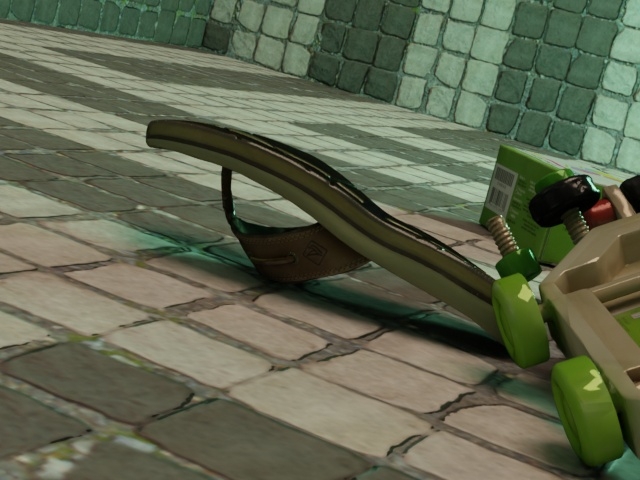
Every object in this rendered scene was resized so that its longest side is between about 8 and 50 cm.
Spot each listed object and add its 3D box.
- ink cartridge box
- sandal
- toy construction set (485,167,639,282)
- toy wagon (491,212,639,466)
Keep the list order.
[{"bbox_3d":[0.328,-0.018,1.301,0.255,0.097,0.189,11,11,-14],"label":"ink cartridge box"},{"bbox_3d":[0.001,0.001,0.818,0.302,0.086,0.120,32,8,11],"label":"sandal"},{"bbox_3d":[0.355,0.011,0.983,0.308,0.257,0.237,-12,69,-33],"label":"toy construction set"},{"bbox_3d":[0.249,0.048,0.627,0.267,0.068,0.344,-18,21,-1],"label":"toy wagon"}]
